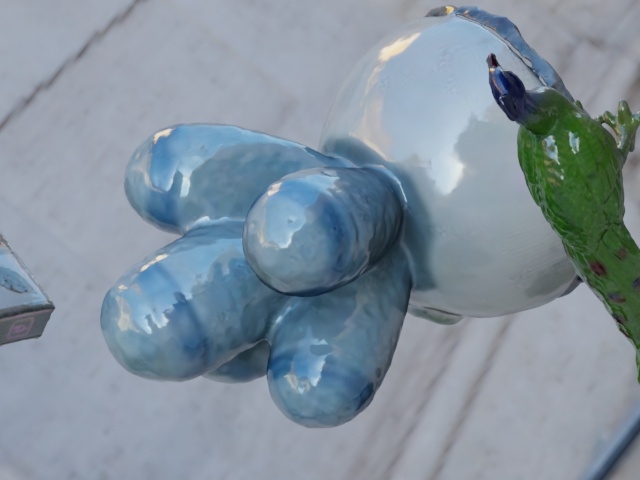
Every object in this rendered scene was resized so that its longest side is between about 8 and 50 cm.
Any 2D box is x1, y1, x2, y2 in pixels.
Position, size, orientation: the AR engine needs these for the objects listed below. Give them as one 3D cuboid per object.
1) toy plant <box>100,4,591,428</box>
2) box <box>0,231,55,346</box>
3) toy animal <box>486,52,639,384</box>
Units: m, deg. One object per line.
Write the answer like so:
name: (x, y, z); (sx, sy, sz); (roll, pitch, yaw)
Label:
toy plant: (0.000, 0.000, 1.265); (0.332, 0.247, 0.247); (-27, -9, -26)
box: (-0.383, 0.033, 1.391); (0.325, 0.180, 0.047); (-14, -38, -40)
toy animal: (0.123, -0.012, 0.789); (0.041, 0.217, 0.075); (-7, 48, 28)
